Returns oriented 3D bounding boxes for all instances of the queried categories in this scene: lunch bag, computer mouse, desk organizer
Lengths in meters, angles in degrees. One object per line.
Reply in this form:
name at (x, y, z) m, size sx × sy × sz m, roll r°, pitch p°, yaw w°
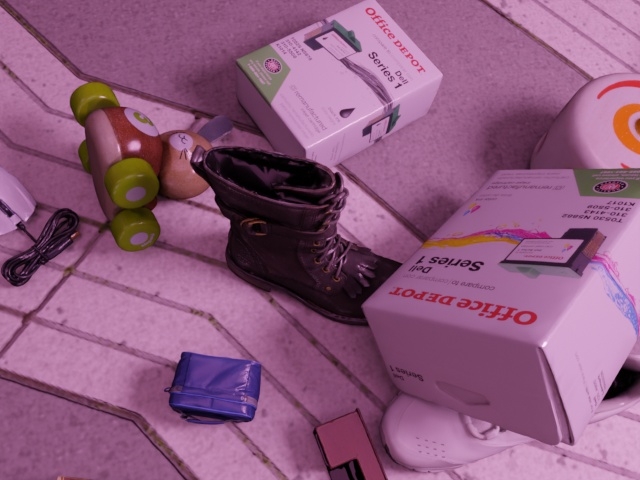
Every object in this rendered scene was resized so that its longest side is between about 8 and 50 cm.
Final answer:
lunch bag at (-0.113, 0.158, 0.631) m, size 0.099 × 0.067 × 0.065 m, roll 8°, pitch 65°, yaw -2°
computer mouse at (-0.378, -0.042, 0.705) m, size 0.193 × 0.042 × 0.106 m, roll 39°, pitch 69°, yaw 11°
desk organizer at (0.039, 0.246, 0.621) m, size 0.050 × 0.047 × 0.130 m, roll -19°, pitch 69°, yaw -12°

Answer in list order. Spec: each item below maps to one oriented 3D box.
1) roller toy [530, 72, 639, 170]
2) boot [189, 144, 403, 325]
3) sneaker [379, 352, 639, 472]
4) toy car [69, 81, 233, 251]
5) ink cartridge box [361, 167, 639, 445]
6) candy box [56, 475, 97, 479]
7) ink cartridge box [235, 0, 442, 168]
roller toy at (0.377, -0.105, 0.759) m, size 0.210 × 0.146 × 0.191 m, roll -3°, pitch 66°, yaw -7°
boot at (0.000, 0.000, 0.625) m, size 0.263 × 0.229 × 0.091 m, roll 14°, pitch 65°, yaw 0°
sneaker at (0.205, 0.162, 0.631) m, size 0.297 × 0.129 × 0.110 m, roll -15°, pitch 72°, yaw -11°
toy car at (-0.172, -0.100, 0.710) m, size 0.189 × 0.148 × 0.155 m, roll -18°, pitch 58°, yaw -26°
ink cartridge box at (0.210, 0.043, 0.613) m, size 0.278 × 0.201 × 0.117 m, roll -41°, pitch 119°, yaw -31°
candy box at (-0.167, 0.293, 0.573) m, size 0.187 × 0.053 × 0.109 m, roll 10°, pitch 66°, yaw -4°
ink cartridge box at (0.023, -0.200, 0.792) m, size 0.220 × 0.092 × 0.160 m, roll -32°, pitch 74°, yaw -18°
